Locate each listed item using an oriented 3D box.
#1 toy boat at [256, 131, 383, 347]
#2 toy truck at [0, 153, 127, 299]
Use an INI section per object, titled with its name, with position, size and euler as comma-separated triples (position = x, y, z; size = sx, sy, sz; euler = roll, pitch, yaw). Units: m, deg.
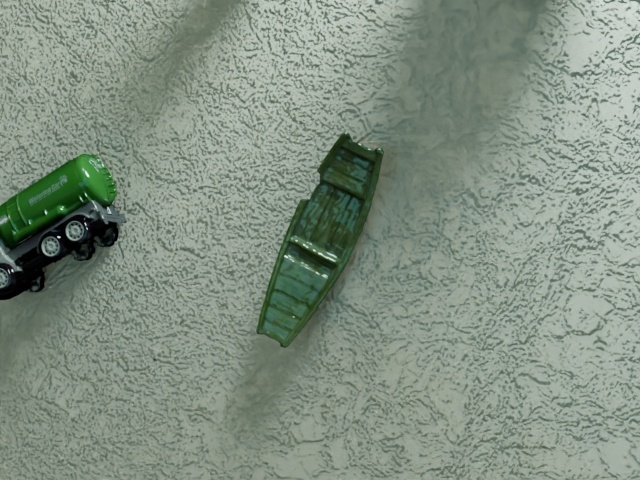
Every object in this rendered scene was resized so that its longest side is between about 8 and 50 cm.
[toy boat]
position = 0.000, 0.000, 1.780
size = 0.093, 0.055, 0.293
euler = 27, 101, 13
[toy truck]
position = -0.384, -0.015, 1.876
size = 0.243, 0.101, 0.125
euler = -32, 80, 14
